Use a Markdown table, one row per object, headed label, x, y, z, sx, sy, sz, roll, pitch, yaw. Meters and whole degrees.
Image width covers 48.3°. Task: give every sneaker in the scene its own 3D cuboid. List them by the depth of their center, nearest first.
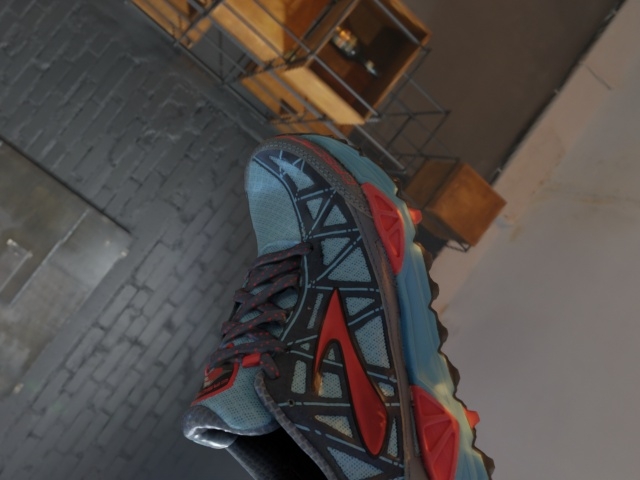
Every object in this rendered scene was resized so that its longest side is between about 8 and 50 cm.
| label | x | y | z | sx | sy | sz | roll | pitch | yaw |
| --- | --- | --- | --- | --- | --- | --- | --- | --- | --- |
| sneaker | -0.007 | 0.055 | 0.344 | 0.104 | 0.125 | 0.262 | -53 | -131 | 51 |
